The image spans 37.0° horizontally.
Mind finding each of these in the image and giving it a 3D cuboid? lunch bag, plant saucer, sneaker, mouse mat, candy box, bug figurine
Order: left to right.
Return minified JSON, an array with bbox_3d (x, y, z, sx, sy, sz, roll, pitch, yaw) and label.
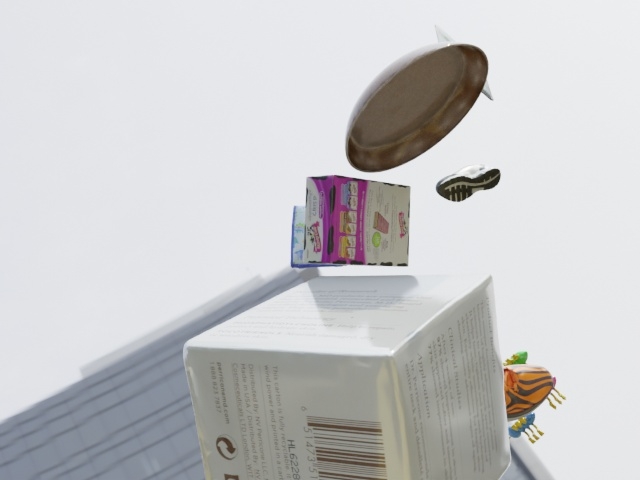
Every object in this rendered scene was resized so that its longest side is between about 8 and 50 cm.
[{"bbox_3d":[0.000,0.000,2.143,0.129,0.151,0.096,-2,-42,6],"label":"lunch bag"},{"bbox_3d":[0.070,-0.032,1.762,0.233,0.071,0.159,5,-93,-48],"label":"candy box"},{"bbox_3d":[0.164,-0.247,1.728,0.311,0.050,0.310,-29,-26,-16],"label":"plant saucer"},{"bbox_3d":[0.202,-0.083,1.354,0.109,0.044,0.040,-14,-61,-31],"label":"sneaker"},{"bbox_3d":[0.303,-0.378,2.026,0.153,0.189,0.007,36,-62,-22],"label":"mouse mat"},{"bbox_3d":[0.375,0.315,2.105,0.321,0.124,0.180,-13,-36,-11],"label":"sneaker"},{"bbox_3d":[0.481,0.386,2.412,0.279,0.072,0.216,40,-72,-20],"label":"bug figurine"}]

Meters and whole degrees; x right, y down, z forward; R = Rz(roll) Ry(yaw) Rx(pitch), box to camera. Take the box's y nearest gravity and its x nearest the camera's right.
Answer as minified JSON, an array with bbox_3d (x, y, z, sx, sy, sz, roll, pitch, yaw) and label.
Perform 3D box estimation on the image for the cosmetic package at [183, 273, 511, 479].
[{"bbox_3d":[0.060,0.252,1.422,0.394,0.328,0.329,-24,-71,-59],"label":"cosmetic package"}]
